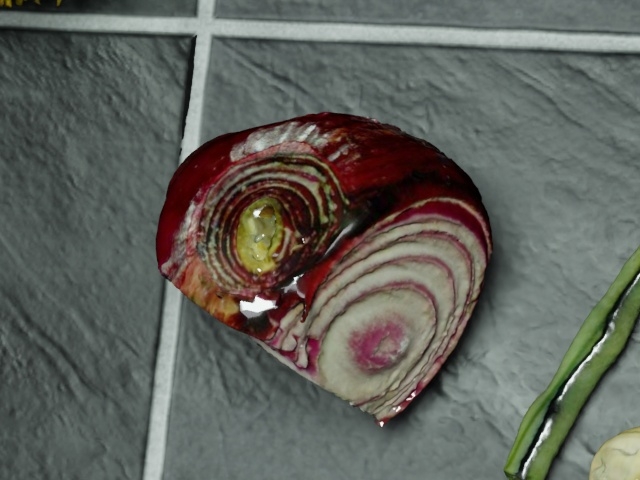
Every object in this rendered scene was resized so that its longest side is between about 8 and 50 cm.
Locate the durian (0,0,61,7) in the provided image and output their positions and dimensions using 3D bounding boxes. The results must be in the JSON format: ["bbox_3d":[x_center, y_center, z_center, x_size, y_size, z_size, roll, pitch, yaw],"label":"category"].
[{"bbox_3d":[-0.239,-0.351,1.514,0.348,0.347,0.384,10,51,14],"label":"durian"}]

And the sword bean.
[{"bbox_3d":[0.219,0.073,1.465,0.043,0.038,0.269,33,87,22],"label":"sword bean"}]

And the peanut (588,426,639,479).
[{"bbox_3d":[0.303,0.236,1.378,0.263,0.117,0.101,38,74,13],"label":"peanut"}]

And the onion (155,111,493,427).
[{"bbox_3d":[0.003,-0.005,1.447,0.207,0.216,0.206,-49,52,-4],"label":"onion"}]
